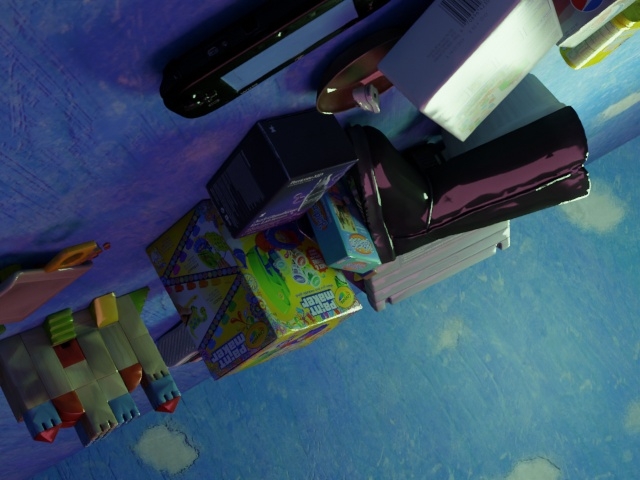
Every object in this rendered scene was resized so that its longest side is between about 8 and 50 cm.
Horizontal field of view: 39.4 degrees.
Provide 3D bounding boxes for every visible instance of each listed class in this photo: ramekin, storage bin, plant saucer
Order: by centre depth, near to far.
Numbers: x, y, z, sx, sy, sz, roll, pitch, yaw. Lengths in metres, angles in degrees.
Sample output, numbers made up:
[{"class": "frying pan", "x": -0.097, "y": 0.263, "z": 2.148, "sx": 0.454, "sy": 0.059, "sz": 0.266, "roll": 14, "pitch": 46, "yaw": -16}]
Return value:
[{"class": "plant saucer", "x": 0.072, "y": -0.259, "z": 1.328, "sx": 0.199, "sy": 0.036, "sz": 0.198, "roll": -28, "pitch": 168, "yaw": -7}, {"class": "ramekin", "x": 0.380, "y": -0.247, "z": 1.907, "sx": 0.273, "sy": 0.127, "sz": 0.273, "roll": -29, "pitch": 169, "yaw": -6}, {"class": "storage bin", "x": 0.208, "y": -0.124, "z": 2.024, "sx": 0.084, "sy": 0.122, "sz": 0.180, "roll": -21, "pitch": 166, "yaw": -38}]

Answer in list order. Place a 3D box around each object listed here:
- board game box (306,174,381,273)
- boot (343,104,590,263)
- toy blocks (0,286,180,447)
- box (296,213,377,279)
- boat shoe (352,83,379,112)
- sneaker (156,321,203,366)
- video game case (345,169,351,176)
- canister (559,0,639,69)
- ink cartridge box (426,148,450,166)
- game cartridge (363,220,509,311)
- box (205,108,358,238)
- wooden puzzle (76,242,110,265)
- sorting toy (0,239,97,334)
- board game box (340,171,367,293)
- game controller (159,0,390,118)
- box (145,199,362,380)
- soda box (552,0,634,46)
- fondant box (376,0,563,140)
[{"class": "board game box", "x": 0.027, "y": -0.048, "z": 1.633, "sx": 0.047, "sy": 0.210, "sz": 0.160, "roll": -28, "pitch": 162, "yaw": 20}, {"class": "boot", "x": 0.286, "y": -0.146, "z": 1.684, "sx": 0.445, "sy": 0.146, "sz": 0.367, "roll": -17, "pitch": 147, "yaw": 2}, {"class": "toy blocks", "x": -0.461, "y": 0.280, "z": 1.769, "sx": 0.381, "sy": 0.260, "sz": 0.191, "roll": -21, "pitch": 166, "yaw": -37}, {"class": "box", "x": 0.025, "y": -0.027, "z": 1.728, "sx": 0.036, "sy": 0.136, "sz": 0.225, "roll": -32, "pitch": 137, "yaw": 23}, {"class": "boat shoe", "x": 0.068, "y": -0.214, "z": 1.353, "sx": 0.035, "sy": 0.035, "sz": 0.100, "roll": -4, "pitch": 178, "yaw": 13}, {"class": "sneaker", "x": -0.297, "y": 0.244, "z": 2.371, "sx": 0.321, "sy": 0.126, "sz": 0.127, "roll": -26, "pitch": 170, "yaw": 41}, {"class": "video game case", "x": 0.029, "y": -0.145, "z": 1.764, "sx": 0.119, "sy": 0.015, "sz": 0.166, "roll": -24, "pitch": 167, "yaw": -29}, {"class": "canister", "x": 0.571, "y": -0.418, "z": 1.776, "sx": 0.126, "sy": 0.073, "sz": 0.170, "roll": -22, "pitch": 168, "yaw": -33}, {"class": "ink cartridge box", "x": 0.386, "y": -0.167, "z": 2.115, "sx": 0.233, "sy": 0.171, "sz": 0.168, "roll": -31, "pitch": 175, "yaw": 0}, {"class": "game cartridge", "x": 0.251, "y": -0.002, "z": 1.957, "sx": 0.355, "sy": 0.068, "sz": 0.230, "roll": -25, "pitch": 133, "yaw": -11}, {"class": "box", "x": -0.066, "y": -0.109, "z": 1.453, "sx": 0.153, "sy": 0.108, "sz": 0.207, "roll": -20, "pitch": 165, "yaw": -38}, {"class": "wooden puzzle", "x": -0.388, "y": 0.025, "z": 1.488, "sx": 0.083, "sy": 0.006, "sz": 0.049, "roll": -28, "pitch": 169, "yaw": -8}, {"class": "sorting toy", "x": -0.479, "y": 0.079, "z": 1.409, "sx": 0.348, "sy": 0.047, "sz": 0.196, "roll": -34, "pitch": 172, "yaw": 22}, {"class": "board game box", "x": 0.111, "y": -0.007, "z": 1.937, "sx": 0.208, "sy": 0.056, "sz": 0.347, "roll": -40, "pitch": 138, "yaw": 9}, {"class": "game controller", "x": -0.041, "y": -0.240, "z": 1.055, "sx": 0.319, "sy": 0.067, "sz": 0.166, "roll": -30, "pitch": 169, "yaw": 6}, {"class": "box", "x": -0.120, "y": 0.075, "z": 1.681, "sx": 0.177, "sy": 0.279, "sz": 0.290, "roll": -36, "pitch": 167, "yaw": 31}, {"class": "soda box", "x": 0.489, "y": -0.433, "z": 1.482, "sx": 0.263, "sy": 0.083, "sz": 0.092, "roll": -38, "pitch": 167, "yaw": 33}, {"class": "fondant box", "x": 0.235, "y": -0.285, "z": 1.338, "sx": 0.238, "sy": 0.096, "sz": 0.330, "roll": -47, "pitch": 164, "yaw": 12}]
